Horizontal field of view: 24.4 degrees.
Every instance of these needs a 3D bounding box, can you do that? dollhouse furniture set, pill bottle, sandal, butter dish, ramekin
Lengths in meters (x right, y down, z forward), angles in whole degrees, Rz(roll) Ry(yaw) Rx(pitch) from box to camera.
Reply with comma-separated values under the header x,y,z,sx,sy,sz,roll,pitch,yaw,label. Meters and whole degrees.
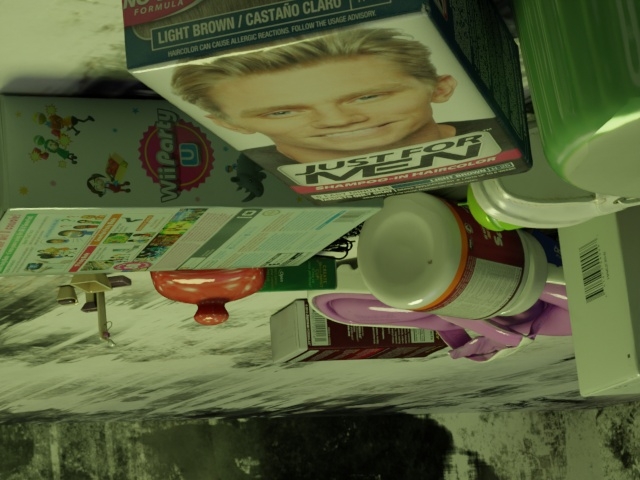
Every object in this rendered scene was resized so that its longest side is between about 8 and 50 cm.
x,y,z,sx,sy,sz,roll,pitch,yaw,label
-0.280,0.083,1.748,0.091,0.081,0.114,-8,167,9,dollhouse furniture set
0.145,0.021,1.563,0.121,0.121,0.221,-14,165,34,pill bottle
0.169,0.099,1.763,0.416,0.102,0.169,-1,156,36,sandal
-0.113,0.026,1.488,0.160,0.118,0.160,-6,167,-2,butter dish
0.263,-0.127,0.894,0.303,0.148,0.303,-5,167,-1,ramekin

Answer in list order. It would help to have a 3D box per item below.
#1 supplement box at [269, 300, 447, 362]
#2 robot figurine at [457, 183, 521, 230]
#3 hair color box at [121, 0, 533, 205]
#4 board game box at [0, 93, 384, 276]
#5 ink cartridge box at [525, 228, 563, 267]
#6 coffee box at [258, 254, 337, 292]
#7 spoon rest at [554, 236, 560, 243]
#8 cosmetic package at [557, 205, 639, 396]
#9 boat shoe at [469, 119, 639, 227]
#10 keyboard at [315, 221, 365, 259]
x,y,z,sx,sy,sz,roll,pitch,yaw,label
0.061,0.128,2.108,0.239,0.073,0.130,0,167,-19,supplement box
0.191,-0.046,1.408,0.115,0.067,0.101,-13,174,30,robot figurine
0.019,-0.117,0.942,0.174,0.105,0.347,-9,166,16,hair color box
-0.131,-0.040,1.240,0.303,0.097,0.224,-2,166,-22,board game box
0.240,0.049,1.810,0.097,0.046,0.207,31,156,-14,ink cartridge box
-0.081,0.039,1.688,0.184,0.040,0.113,-2,180,-11,coffee box
0.374,0.033,1.855,0.137,0.084,0.276,-12,153,22,spoon rest
0.367,0.029,1.456,0.225,0.224,0.138,-2,166,-14,cosmetic package
0.260,-0.077,1.254,0.277,0.098,0.096,-10,169,-21,boat shoe
0.000,0.000,1.602,0.192,0.038,0.100,-7,167,11,keyboard
